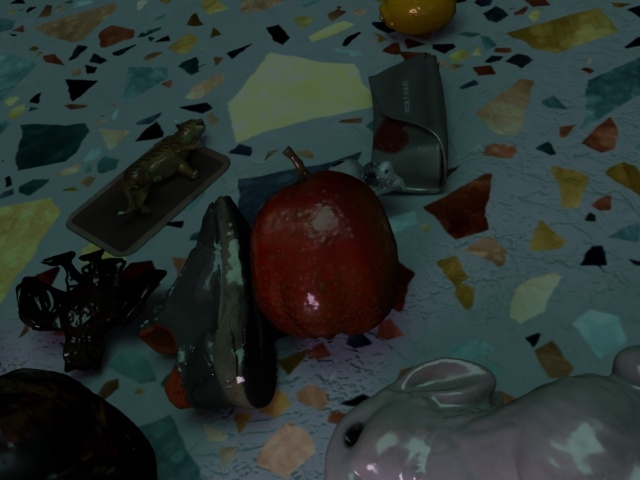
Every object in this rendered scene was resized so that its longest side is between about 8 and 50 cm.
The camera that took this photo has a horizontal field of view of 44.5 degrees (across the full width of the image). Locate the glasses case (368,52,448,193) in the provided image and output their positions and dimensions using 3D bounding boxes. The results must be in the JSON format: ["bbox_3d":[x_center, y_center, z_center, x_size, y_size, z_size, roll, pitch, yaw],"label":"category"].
[{"bbox_3d":[0.139,-0.206,1.276,0.129,0.083,0.308,-6,46,9],"label":"glasses case"}]

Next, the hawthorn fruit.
[{"bbox_3d":[0.000,0.000,1.005,0.205,0.253,0.205,-10,3,1],"label":"hawthorn fruit"}]

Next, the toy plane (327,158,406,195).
[{"bbox_3d":[0.045,-0.054,1.163,0.174,0.080,0.173,-21,44,22],"label":"toy plane"}]

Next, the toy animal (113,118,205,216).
[{"bbox_3d":[-0.268,-0.123,1.329,0.099,0.056,0.241,24,59,40],"label":"toy animal"}]

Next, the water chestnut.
[{"bbox_3d":[-0.306,0.276,0.819,0.289,0.289,0.244,38,95,38],"label":"water chestnut"}]

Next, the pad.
[{"bbox_3d":[-0.292,-0.083,1.333,0.176,0.002,0.266,25,58,33],"label":"pad"}]

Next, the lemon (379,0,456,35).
[{"bbox_3d":[0.185,-0.444,1.469,0.155,0.114,0.114,-12,46,9],"label":"lemon"}]

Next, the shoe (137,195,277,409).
[{"bbox_3d":[-0.161,0.092,1.062,0.171,0.132,0.336,-18,48,11],"label":"shoe"}]

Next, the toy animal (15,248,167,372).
[{"bbox_3d":[-0.326,0.101,1.124,0.219,0.116,0.179,-5,75,3],"label":"toy animal"}]

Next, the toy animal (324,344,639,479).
[{"bbox_3d":[0.184,0.219,0.809,0.358,0.194,0.257,7,59,31],"label":"toy animal"}]
